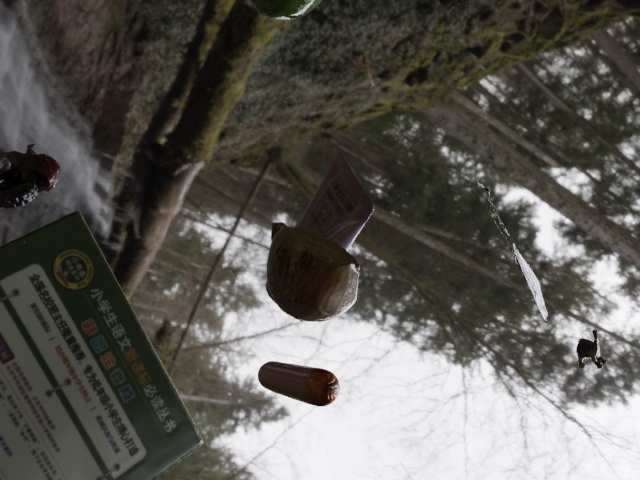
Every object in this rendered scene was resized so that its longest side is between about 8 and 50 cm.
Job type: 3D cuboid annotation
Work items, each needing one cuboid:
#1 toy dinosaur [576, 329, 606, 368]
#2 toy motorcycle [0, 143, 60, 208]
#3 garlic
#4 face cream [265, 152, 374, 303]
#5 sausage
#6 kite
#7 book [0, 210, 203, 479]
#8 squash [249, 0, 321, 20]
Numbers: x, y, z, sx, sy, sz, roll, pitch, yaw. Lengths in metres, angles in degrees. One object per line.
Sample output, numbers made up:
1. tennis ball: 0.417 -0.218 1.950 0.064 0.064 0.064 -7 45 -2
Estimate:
1. toy dinosaur: 0.451 0.191 1.181 0.037 0.180 0.058 -11 -110 -2
2. toy motorcycle: -0.504 -0.115 1.130 0.213 0.122 0.082 25 -51 32
3. garlic: -0.014 0.045 0.870 0.195 0.087 0.101 -143 -120 -62
4. face cream: 0.000 0.000 1.215 0.274 0.096 0.154 -60 -144 30
5. sausage: -0.040 0.217 1.085 0.348 0.053 0.053 159 -54 -70
6. kite: 0.387 0.022 1.416 0.015 0.169 0.310 -23 -131 9
7. book: -0.229 0.125 0.456 0.027 0.264 0.202 -11 -72 56
8. squash: -0.007 -0.205 0.457 0.068 0.077 0.219 66 -12 -2
